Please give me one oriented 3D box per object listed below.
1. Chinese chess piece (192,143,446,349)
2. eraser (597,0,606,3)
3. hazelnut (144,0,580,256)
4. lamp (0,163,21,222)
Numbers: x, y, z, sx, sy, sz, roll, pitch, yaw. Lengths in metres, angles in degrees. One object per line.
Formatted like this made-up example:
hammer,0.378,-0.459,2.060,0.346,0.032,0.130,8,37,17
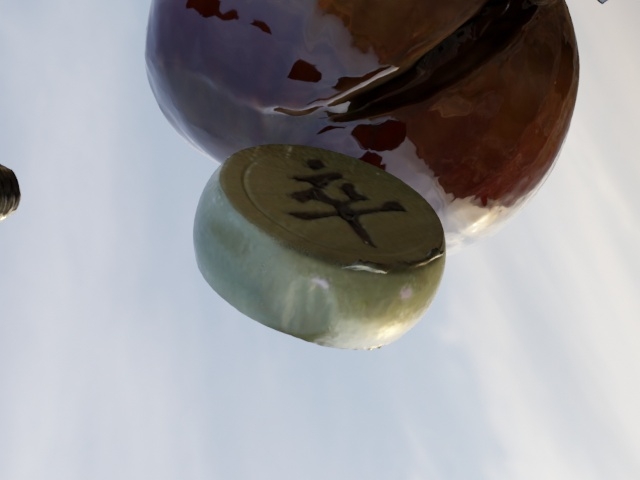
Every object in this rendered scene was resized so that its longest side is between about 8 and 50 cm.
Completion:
Chinese chess piece,0.000,0.000,1.364,0.188,0.083,0.188,14,-150,-8
eraser,0.268,-0.316,1.947,0.150,0.023,0.104,42,166,-5
hazelnut,0.037,-0.173,1.682,0.409,0.359,0.359,18,172,29
lamp,-0.348,-0.024,1.262,0.182,0.182,0.314,58,-160,0
